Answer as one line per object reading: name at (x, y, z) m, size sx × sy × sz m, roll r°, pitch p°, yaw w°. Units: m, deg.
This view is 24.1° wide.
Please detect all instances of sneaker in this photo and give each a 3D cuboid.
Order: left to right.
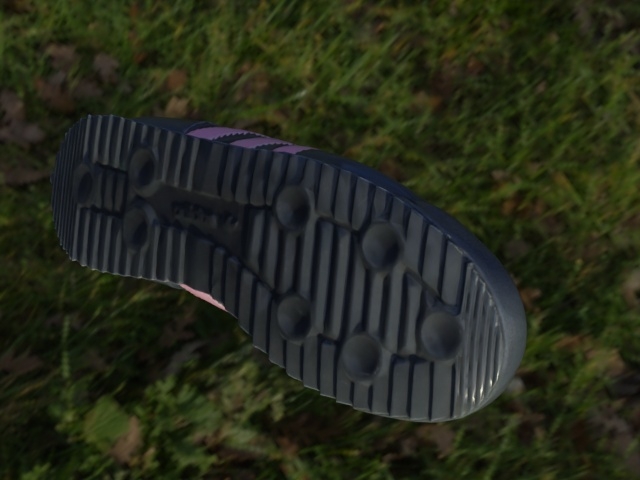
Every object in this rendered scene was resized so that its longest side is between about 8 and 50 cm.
sneaker at (0.000, 0.000, 0.773) m, size 0.131 × 0.319 × 0.112 m, roll 1°, pitch 108°, yaw -46°
